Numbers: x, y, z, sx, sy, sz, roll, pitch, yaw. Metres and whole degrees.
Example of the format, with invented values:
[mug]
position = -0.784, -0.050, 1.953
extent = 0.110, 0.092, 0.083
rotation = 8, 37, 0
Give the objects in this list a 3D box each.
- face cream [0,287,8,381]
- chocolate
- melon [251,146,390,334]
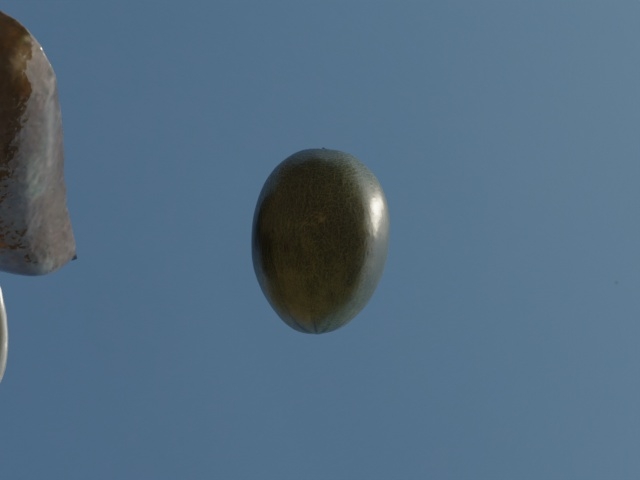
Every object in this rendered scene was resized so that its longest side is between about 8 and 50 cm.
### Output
[face cream]
position = -0.350, 0.063, 1.202
extent = 0.195, 0.175, 0.175
rotation = -16, -94, 12
[chocolate]
position = -0.278, -0.067, 1.256
extent = 0.161, 0.261, 0.083
rotation = 16, -133, 17
[melon]
position = 0.000, 0.000, 1.151
extent = 0.098, 0.098, 0.130
rotation = 2, -90, 10
